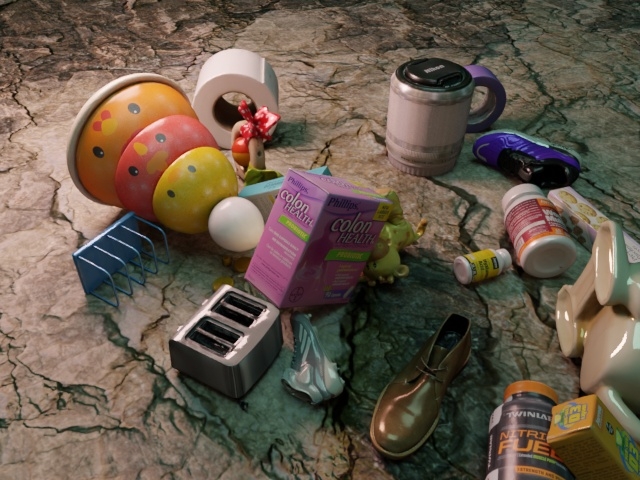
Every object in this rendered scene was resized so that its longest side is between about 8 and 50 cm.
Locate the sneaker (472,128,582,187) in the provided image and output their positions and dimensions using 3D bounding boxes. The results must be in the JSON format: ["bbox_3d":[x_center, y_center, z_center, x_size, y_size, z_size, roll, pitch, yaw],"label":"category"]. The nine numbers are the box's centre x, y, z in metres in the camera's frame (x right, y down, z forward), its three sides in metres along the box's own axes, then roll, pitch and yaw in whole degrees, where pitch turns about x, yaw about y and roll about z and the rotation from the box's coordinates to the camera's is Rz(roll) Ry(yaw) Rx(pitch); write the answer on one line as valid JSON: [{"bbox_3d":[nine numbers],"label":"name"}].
[{"bbox_3d":[0.554,-0.213,1.543,0.294,0.102,0.146,16,44,17],"label":"sneaker"}]

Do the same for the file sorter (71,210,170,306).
[{"bbox_3d":[-0.425,0.043,1.236,0.105,0.118,0.170,24,46,19],"label":"file sorter"}]

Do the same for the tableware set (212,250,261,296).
[{"bbox_3d":[-0.189,0.087,1.258,0.104,0.024,0.154,-13,44,-10],"label":"tableware set"}]

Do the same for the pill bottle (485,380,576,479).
[{"bbox_3d":[0.326,0.340,0.883,0.131,0.130,0.245,11,41,12],"label":"pill bottle"}]

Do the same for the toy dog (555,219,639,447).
[{"bbox_3d":[0.668,0.171,0.972,0.408,0.284,0.395,8,42,6],"label":"toy dog"}]

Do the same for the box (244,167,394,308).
[{"bbox_3d":[0.000,0.000,1.133,0.117,0.242,0.214,35,19,36],"label":"box"}]

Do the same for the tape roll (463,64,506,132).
[{"bbox_3d":[0.458,-0.427,1.724,0.189,0.188,0.080,-4,40,-5],"label":"tape roll"}]

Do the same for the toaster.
[{"bbox_3d":[-0.169,0.192,1.068,0.186,0.110,0.168,21,46,22],"label":"toaster"}]

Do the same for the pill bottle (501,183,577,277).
[{"bbox_3d":[0.498,-0.028,1.315,0.121,0.121,0.221,0,41,0],"label":"pill bottle"}]

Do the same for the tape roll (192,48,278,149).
[{"bbox_3d":[-0.243,-0.412,1.663,0.246,0.246,0.169,-2,40,-3],"label":"tape roll"}]

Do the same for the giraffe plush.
[{"bbox_3d":[0.127,0.012,1.266,0.210,0.181,0.170,33,52,-15],"label":"giraffe plush"}]

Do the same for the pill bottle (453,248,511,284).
[{"bbox_3d":[0.361,0.054,1.262,0.117,0.065,0.065,-14,43,-16],"label":"pill bottle"}]

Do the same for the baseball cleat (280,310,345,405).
[{"bbox_3d":[-0.037,0.217,1.069,0.110,0.072,0.206,-22,42,-15],"label":"baseball cleat"}]

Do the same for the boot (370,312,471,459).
[{"bbox_3d":[0.182,0.244,1.007,0.112,0.115,0.305,26,48,23],"label":"boot"}]

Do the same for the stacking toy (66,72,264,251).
[{"bbox_3d":[-0.302,-0.137,1.298,0.480,0.350,0.351,34,51,24],"label":"stacking toy"}]

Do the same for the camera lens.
[{"bbox_3d":[0.294,-0.343,1.561,0.220,0.274,0.219,0,41,0],"label":"camera lens"}]

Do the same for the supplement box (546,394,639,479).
[{"bbox_3d":[0.433,0.340,0.824,0.233,0.080,0.078,48,39,-3],"label":"supplement box"}]

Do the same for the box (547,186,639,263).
[{"bbox_3d":[0.659,-0.012,1.341,0.067,0.063,0.324,-14,43,-14],"label":"box"}]

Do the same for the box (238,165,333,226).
[{"bbox_3d":[-0.076,-0.094,1.332,0.244,0.100,0.060,-10,32,32],"label":"box"}]

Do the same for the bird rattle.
[{"bbox_3d":[-0.188,-0.235,1.476,0.143,0.253,0.207,-24,23,-26],"label":"bird rattle"}]
